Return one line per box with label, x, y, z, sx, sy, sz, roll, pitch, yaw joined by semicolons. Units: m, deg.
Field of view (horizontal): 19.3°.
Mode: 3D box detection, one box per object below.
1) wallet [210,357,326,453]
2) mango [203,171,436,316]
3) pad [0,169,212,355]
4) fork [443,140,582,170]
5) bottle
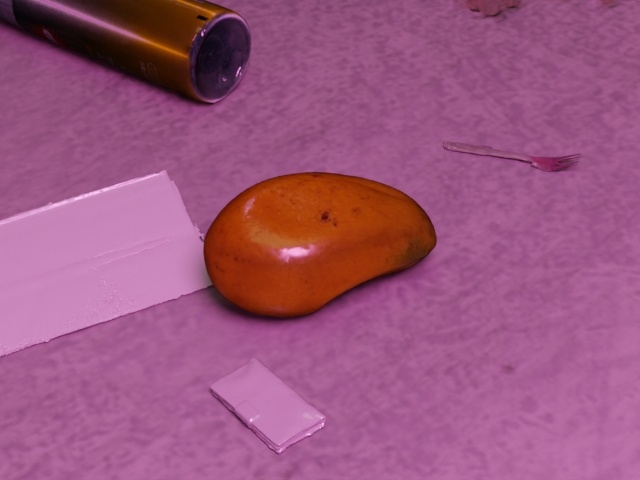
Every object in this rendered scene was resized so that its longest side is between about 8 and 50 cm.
wallet;-0.036;0.112;1.290;0.044;0.011;0.083;-30;45;-24
mango;-0.005;-0.003;1.361;0.165;0.089;0.115;-24;44;-22
pad;-0.203;0.021;1.431;0.232;0.004;0.156;-19;41;-12
fork;0.149;-0.067;1.470;0.115;0.012;0.016;8;39;25
bottle;-0.191;-0.199;1.628;0.286;0.082;0.082;24;50;33
